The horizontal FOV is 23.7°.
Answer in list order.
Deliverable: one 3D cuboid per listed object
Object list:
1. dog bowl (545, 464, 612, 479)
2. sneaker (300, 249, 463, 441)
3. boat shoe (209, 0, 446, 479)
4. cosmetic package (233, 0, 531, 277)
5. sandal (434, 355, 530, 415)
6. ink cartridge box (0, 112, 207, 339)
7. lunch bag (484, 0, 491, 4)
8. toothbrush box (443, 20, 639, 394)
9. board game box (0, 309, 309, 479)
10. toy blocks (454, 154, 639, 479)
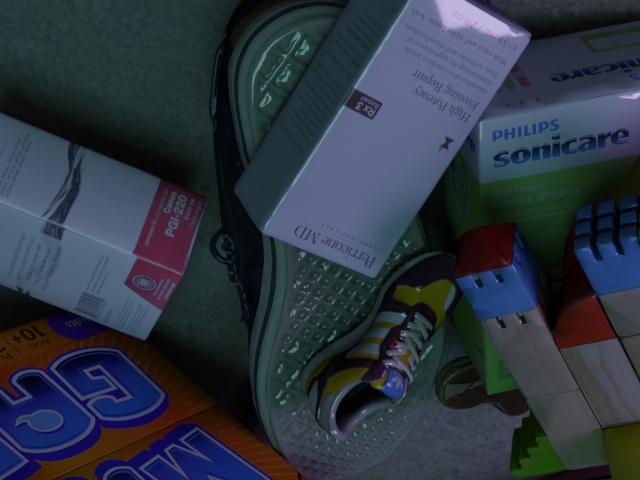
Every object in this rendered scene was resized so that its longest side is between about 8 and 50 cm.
[{"bbox_3d":[0.320,0.407,1.586,0.408,0.150,0.408,2,121,3],"label":"dog bowl"},{"bbox_3d":[0.065,0.093,1.300,0.069,0.084,0.185,34,105,-33],"label":"sneaker"},{"bbox_3d":[0.000,0.000,1.365,0.187,0.156,0.500,-15,122,-11],"label":"boat shoe"},{"bbox_3d":[0.045,-0.096,1.181,0.117,0.085,0.231,22,107,-30],"label":"cosmetic package"},{"bbox_3d":[0.162,0.126,1.454,0.180,0.049,0.072,7,116,-48],"label":"sandal"},{"bbox_3d":[-0.231,-0.012,1.378,0.218,0.092,0.158,21,149,-10],"label":"ink cartridge box"},{"bbox_3d":[0.104,-0.220,1.284,0.067,0.065,0.098,-18,118,13],"label":"lunch bag"},{"bbox_3d":[0.220,-0.027,1.320,0.206,0.122,0.283,-12,125,-8],"label":"toothbrush box"},{"bbox_3d":[-0.259,0.332,1.382,0.356,0.356,0.356,38,123,24],"label":"board game box"},{"bbox_3d":[0.282,0.041,1.178,0.381,0.191,0.261,-13,129,25],"label":"toy blocks"}]
